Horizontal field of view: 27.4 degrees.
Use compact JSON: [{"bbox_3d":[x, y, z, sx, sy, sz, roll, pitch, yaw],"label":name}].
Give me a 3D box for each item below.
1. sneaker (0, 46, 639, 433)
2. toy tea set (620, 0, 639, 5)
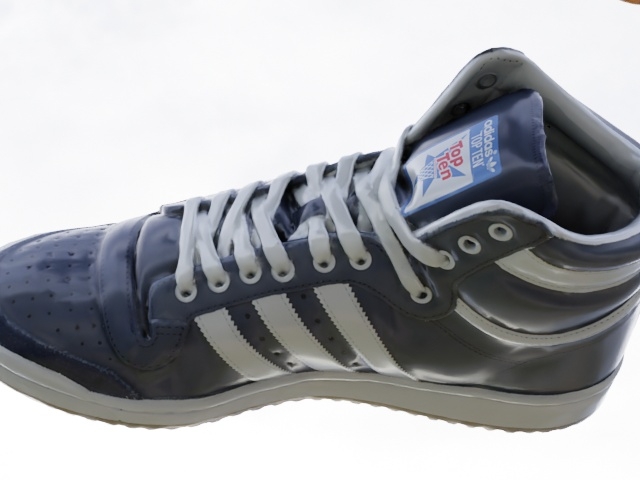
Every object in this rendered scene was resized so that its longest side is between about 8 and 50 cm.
[{"bbox_3d":[0.000,0.000,0.520,0.282,0.099,0.153,4,-38,-8],"label":"sneaker"},{"bbox_3d":[0.310,-0.137,0.747,0.336,0.200,0.124,16,-41,-1],"label":"toy tea set"}]
